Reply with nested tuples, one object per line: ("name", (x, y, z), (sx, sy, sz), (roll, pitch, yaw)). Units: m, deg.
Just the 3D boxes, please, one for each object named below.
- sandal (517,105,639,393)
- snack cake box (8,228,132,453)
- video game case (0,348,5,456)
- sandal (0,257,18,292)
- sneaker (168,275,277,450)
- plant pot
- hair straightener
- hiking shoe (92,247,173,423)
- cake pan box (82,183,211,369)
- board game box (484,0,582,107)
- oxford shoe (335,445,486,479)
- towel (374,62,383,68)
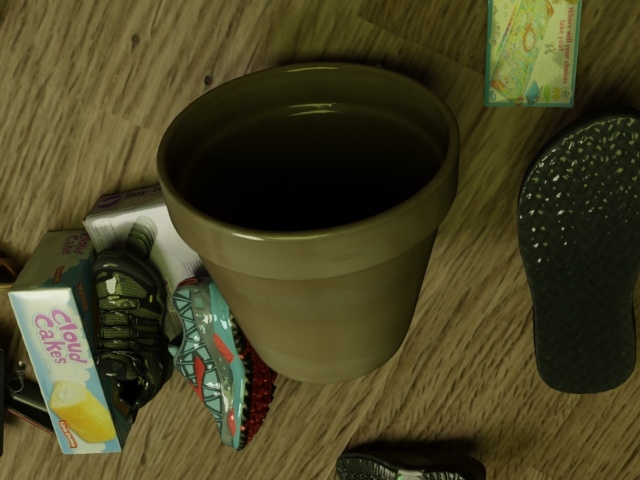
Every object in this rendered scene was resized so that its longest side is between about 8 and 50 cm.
("sandal", (0.319, 0.009, 1.358), (0.167, 0.107, 0.446), (1, 133, 7))
("snack cake box", (-0.316, 0.135, 1.486), (0.089, 0.152, 0.264), (-4, 120, 11))
("video game case", (-0.581, 0.197, 1.606), (0.274, 0.026, 0.196), (18, 122, 12))
("sandal", (-0.465, 0.035, 1.507), (0.180, 0.072, 0.049), (13, 100, 5))
("sneaker", (-0.131, 0.152, 1.441), (0.125, 0.104, 0.262), (10, 121, 23))
("plant pot", (0.000, 0.000, 1.251), (0.323, 0.323, 0.280), (-1, 129, 9))
("hair straightener", (-0.451, 0.195, 1.611), (0.230, 0.047, 0.089), (34, 119, -6))
("hiking shoe", (-0.242, 0.120, 1.411), (0.086, 0.114, 0.227), (-4, 121, 13))
("cake pan box", (-0.145, 0.046, 1.458), (0.245, 0.070, 0.267), (-11, 118, 17))
("board game box", (0.239, -0.227, 1.261), (0.103, 0.026, 0.154), (2, 120, 7))
("oxford shoe", (0.129, 0.332, 1.576), (0.227, 0.096, 0.083), (3, 109, 30))
("towel", (0.077, -0.131, 1.342), (0.110, 0.027, 0.148), (-37, 109, 26))
